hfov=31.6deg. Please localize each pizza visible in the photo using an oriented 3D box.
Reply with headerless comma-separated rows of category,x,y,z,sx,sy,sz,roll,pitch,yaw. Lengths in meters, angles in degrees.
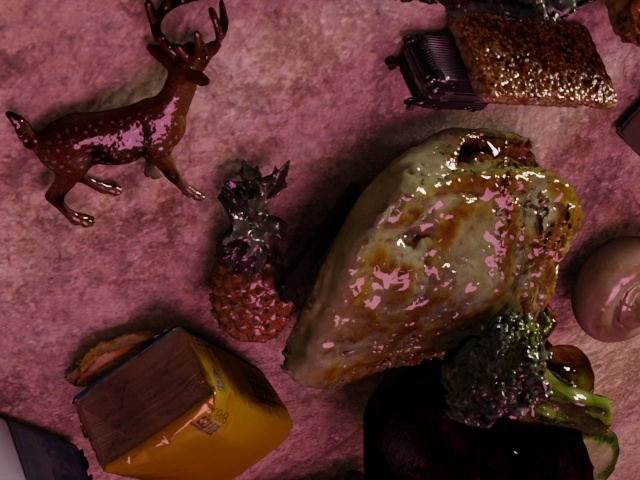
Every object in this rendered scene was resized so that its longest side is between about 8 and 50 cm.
pizza,-0.259,0.151,1.490,0.160,0.036,0.099,-18,149,-19

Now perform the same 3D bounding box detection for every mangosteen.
mangosteen,0.247,0.305,1.789,0.381,0.421,0.381,7,163,2

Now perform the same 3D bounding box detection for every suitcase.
suitcase,0.152,-0.200,1.351,0.126,0.086,0.059,-1,148,-34

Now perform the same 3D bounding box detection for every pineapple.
pineapple,-0.086,0.014,1.402,0.125,0.125,0.251,-16,135,-21

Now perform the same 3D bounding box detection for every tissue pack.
tissue pack,-0.176,0.241,1.533,0.192,0.134,0.271,-34,154,9

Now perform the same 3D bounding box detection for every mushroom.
mushroom,0.527,0.096,1.868,0.206,0.209,0.206,-40,168,-11

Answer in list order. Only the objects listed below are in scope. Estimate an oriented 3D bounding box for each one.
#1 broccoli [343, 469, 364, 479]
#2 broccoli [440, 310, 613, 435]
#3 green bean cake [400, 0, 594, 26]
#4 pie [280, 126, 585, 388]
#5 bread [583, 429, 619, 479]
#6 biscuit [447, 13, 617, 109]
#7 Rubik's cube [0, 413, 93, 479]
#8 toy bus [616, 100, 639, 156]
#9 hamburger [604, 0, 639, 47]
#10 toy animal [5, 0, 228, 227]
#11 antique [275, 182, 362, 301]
broccoli,-0.004,0.541,1.946,0.283,0.321,0.304,39,122,-12
broccoli,0.305,0.210,1.549,0.304,0.145,0.165,24,125,-38
green bean cake,0.169,-0.292,1.163,0.193,0.208,0.107,-31,140,-5
pie,0.144,0.038,1.514,0.418,0.180,0.395,-18,140,-30
bread,0.408,0.465,2.240,0.382,0.129,0.366,-8,137,-28
biscuit,0.262,-0.219,1.374,0.231,0.131,0.025,-3,154,-35
Rubik's cube,-0.467,0.422,1.421,0.313,0.316,0.318,-39,141,10
toy bus,0.571,-0.234,1.594,0.138,0.112,0.317,12,126,-48
hamburger,0.492,-0.351,1.361,0.319,0.158,0.318,-19,142,-16
toy animal,-0.193,-0.127,1.189,0.243,0.087,0.260,-24,145,-13
antique,0.000,0.000,1.436,0.192,0.015,0.031,-54,146,-31
